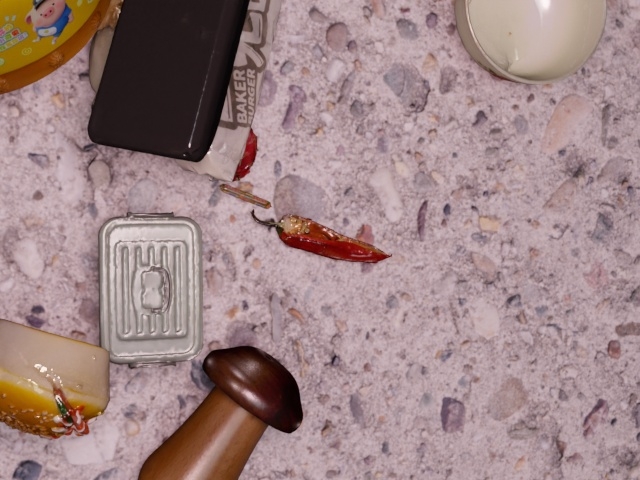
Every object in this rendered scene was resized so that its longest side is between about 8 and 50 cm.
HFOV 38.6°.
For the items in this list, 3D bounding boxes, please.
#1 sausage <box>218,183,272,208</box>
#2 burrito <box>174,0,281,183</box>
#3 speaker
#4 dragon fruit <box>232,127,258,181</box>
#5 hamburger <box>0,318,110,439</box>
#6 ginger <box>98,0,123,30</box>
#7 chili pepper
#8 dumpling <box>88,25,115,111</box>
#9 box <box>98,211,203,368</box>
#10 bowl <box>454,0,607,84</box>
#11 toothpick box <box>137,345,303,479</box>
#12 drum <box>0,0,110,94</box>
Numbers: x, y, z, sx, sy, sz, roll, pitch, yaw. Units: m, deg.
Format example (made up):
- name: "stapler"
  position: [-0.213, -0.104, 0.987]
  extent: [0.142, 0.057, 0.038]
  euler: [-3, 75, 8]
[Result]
- name: "sausage"
  position: [-0.128, -0.075, 1.562]
  extent: [0.100, 0.015, 0.015]
  euler: [22, 86, -16]
- name: "burrito"
  position: [-0.146, -0.301, 1.463]
  extent: [0.138, 0.101, 0.446]
  euler: [8, 71, 16]
- name: "speaker"
  position: [-0.183, -0.296, 1.352]
  extent: [0.180, 0.184, 0.389]
  euler: [12, 82, 19]
- name: "dragon fruit"
  position: [-0.160, -0.192, 1.509]
  extent: [0.094, 0.094, 0.191]
  euler: [-16, 91, -15]
- name: "hamburger"
  position: [-0.430, 0.206, 1.344]
  extent: [0.227, 0.295, 0.152]
  euler: [24, 75, -23]
- name: "ginger"
  position: [-0.419, -0.333, 1.393]
  extent: [0.333, 0.081, 0.148]
  euler: [-9, 61, 12]
- name: "chili pepper"
  position: [0.000, 0.000, 1.591]
  extent: [0.267, 0.059, 0.050]
  euler: [17, 126, -20]
- name: "dumpling"
  position: [-0.289, -0.275, 1.450]
  extent: [0.126, 0.216, 0.166]
  euler: [-38, 138, 23]
- name: "box"
  position: [-0.278, 0.075, 1.463]
  extent: [0.163, 0.135, 0.244]
  euler: [-2, 93, -18]
- name: "bowl"
  position: [0.355, -0.408, 1.624]
  extent: [0.277, 0.145, 0.277]
  euler: [0, 91, -16]
- name: "toothpick box"
  position: [-0.160, 0.315, 1.487]
  extent: [0.192, 0.192, 0.294]
  euler: [36, 87, -15]
- name: "drum"
  position: [-0.498, -0.415, 1.235]
  extent: [0.430, 0.214, 0.431]
  euler: [0, 63, 0]
